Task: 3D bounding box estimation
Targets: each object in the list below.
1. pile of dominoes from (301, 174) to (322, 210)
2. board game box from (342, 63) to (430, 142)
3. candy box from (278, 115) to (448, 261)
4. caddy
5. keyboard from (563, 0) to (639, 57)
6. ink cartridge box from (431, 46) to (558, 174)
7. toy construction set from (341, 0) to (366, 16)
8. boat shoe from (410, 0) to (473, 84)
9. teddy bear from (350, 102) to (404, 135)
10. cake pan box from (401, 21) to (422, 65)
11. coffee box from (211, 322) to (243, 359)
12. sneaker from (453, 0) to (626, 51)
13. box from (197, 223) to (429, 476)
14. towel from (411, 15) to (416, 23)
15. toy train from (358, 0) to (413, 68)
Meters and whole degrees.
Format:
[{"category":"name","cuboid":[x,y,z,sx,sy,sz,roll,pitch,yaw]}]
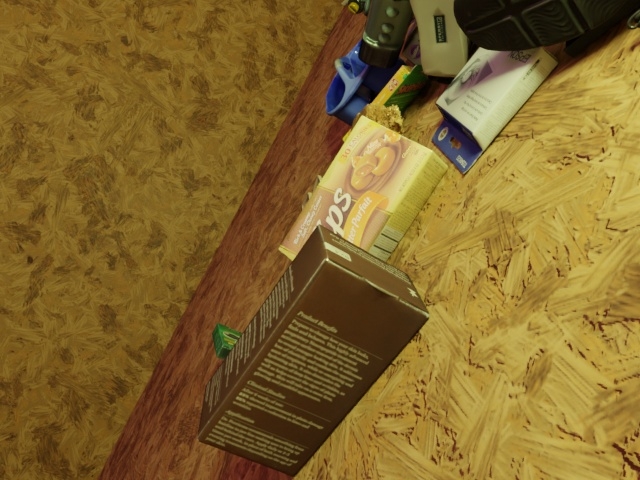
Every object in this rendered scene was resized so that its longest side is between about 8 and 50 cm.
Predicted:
[{"category":"pile of dominoes","cuboid":[0.000,0.000,1.145,0.196,0.040,0.251,122,144,-53]},{"category":"board game box","cuboid":[0.171,-0.332,1.218,0.124,0.039,0.259,-16,-22,-51]},{"category":"candy box","cuboid":[0.075,-0.058,0.952,0.183,0.088,0.316,39,101,37]},{"category":"caddy","cuboid":[0.116,-0.471,1.452,0.241,0.179,0.341,-52,20,27]},{"category":"keyboard","cuboid":[0.450,-0.350,0.618,0.317,0.033,0.201,-40,20,48]},{"category":"ink cartridge box","cuboid":[0.282,-0.252,0.889,0.224,0.045,0.223,-54,19,20]},{"category":"toy construction set","cuboid":[0.187,-0.836,1.721,0.257,0.237,0.309,-58,18,6]},{"category":"boat shoe","cuboid":[0.252,-0.494,0.977,0.340,0.127,0.158,74,-146,-53]},{"category":"teddy bear","cuboid":[0.108,-0.139,1.124,0.245,0.113,0.337,134,150,-56]},{"category":"cake pan box","cuboid":[0.310,-0.570,1.219,0.246,0.070,0.266,-45,14,36]},{"category":"coffee box","cuboid":[-0.229,0.284,1.333,0.040,0.113,0.184,-64,19,0]},{"category":"sneaker","cuboid":[0.403,-0.439,0.667,0.448,0.169,0.257,-19,30,55]},{"category":"box","cuboid":[-0.025,0.186,0.810,0.381,0.191,0.143,-53,19,19]},{"category":"towel","cuboid":[0.288,-0.670,1.313,0.187,0.049,0.282,-55,10,5]},{"category":"toy train","cuboid":[0.164,-0.540,1.109,0.334,0.142,0.190,113,169,-77]}]
